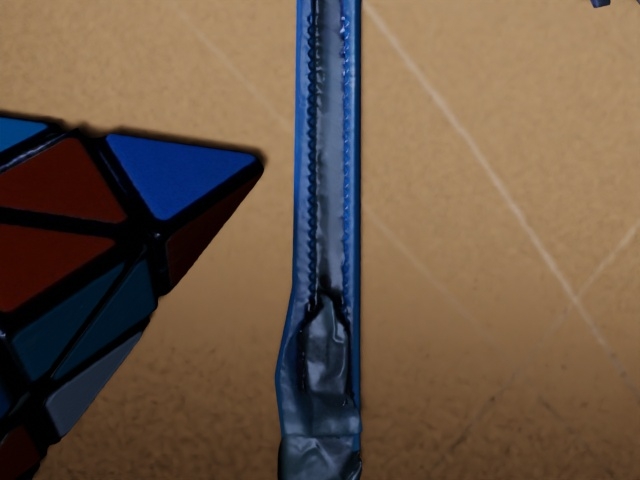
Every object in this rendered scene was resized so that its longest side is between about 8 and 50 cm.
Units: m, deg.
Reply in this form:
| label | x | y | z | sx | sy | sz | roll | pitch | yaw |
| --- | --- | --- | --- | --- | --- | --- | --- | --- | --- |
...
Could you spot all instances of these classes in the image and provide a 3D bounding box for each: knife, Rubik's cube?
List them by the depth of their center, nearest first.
| label | x | y | z | sx | sy | sz | roll | pitch | yaw |
| --- | --- | --- | --- | --- | --- | --- | --- | --- | --- |
| Rubik's cube | -0.146 | 0.039 | 0.685 | 0.250 | 0.234 | 0.284 | -17 | 102 | 7 |
| knife | -0.001 | 0.001 | 0.773 | 0.044 | 0.026 | 0.296 | 4 | 105 | 14 |

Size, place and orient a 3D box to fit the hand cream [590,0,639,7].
| label | x | y | z | sx | sy | sz | roll | pitch | yaw |
| --- | --- | --- | --- | --- | --- | --- | --- | --- | --- |
| hand cream | 0.212 | -0.144 | 0.721 | 0.194 | 0.042 | 0.067 | -16 | 95 | 2 |
